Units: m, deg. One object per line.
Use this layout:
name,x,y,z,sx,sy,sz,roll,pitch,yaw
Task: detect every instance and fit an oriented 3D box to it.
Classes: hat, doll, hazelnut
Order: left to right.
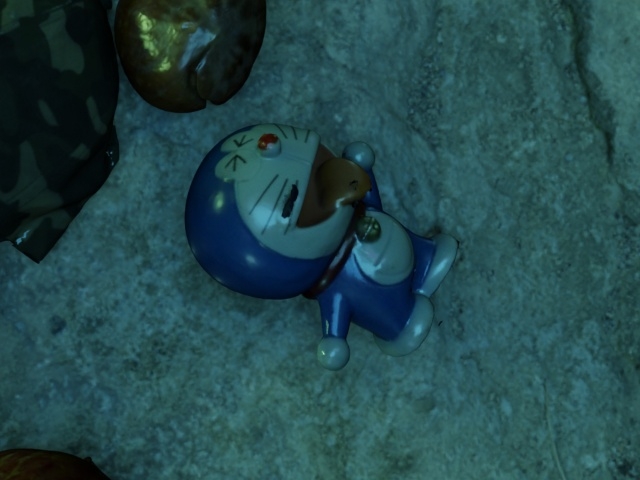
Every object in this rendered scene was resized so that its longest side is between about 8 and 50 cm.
hat,-0.333,-0.141,1.542,0.257,0.382,0.366,-34,94,14
hazelnut,-0.116,-0.191,1.644,0.143,0.143,0.154,41,85,-3
doll,0.000,0.000,1.638,0.256,0.161,0.215,26,59,-15

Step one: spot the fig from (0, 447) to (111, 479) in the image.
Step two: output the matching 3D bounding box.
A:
fig,-0.245,0.269,1.604,0.205,0.205,0.205,0,89,-5
